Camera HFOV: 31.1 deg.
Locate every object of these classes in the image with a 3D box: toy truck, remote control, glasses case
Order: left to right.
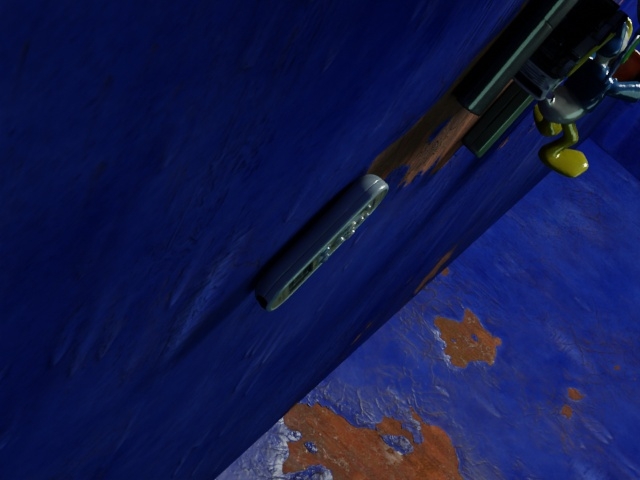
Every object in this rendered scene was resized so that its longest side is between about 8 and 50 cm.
[{"bbox_3d":[0.000,0.000,1.579,0.244,0.047,0.087,-45,173,-12],"label":"remote control"},{"bbox_3d":[0.331,-0.231,2.068,0.184,0.039,0.078,-48,170,6],"label":"glasses case"},{"bbox_3d":[0.336,-0.338,1.668,0.377,0.044,0.107,-50,165,14],"label":"remote control"},{"bbox_3d":[0.397,-0.317,1.840,0.227,0.098,0.114,-42,169,-25],"label":"toy truck"}]

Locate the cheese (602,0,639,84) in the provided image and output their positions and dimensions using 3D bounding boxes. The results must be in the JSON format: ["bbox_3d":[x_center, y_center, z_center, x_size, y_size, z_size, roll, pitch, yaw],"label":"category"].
[{"bbox_3d":[0.545,-0.374,1.825,0.320,0.083,0.204,-47,170,-20],"label":"cheese"}]

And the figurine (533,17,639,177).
[{"bbox_3d":[0.582,-0.328,2.335,0.283,0.205,0.338,-18,148,-14],"label":"figurine"}]
